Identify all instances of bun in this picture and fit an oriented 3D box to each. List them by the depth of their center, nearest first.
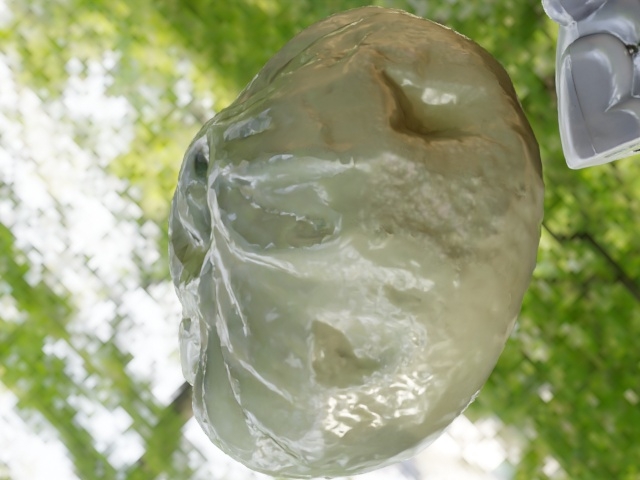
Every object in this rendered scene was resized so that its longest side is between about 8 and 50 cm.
[{"bbox_3d":[0.000,0.000,1.448,0.211,0.359,0.359,13,-160,-25],"label":"bun"}]

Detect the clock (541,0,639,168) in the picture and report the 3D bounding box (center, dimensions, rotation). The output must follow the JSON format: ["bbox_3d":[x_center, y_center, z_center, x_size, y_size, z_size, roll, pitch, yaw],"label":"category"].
[{"bbox_3d":[0.247,-0.199,1.546,0.189,0.189,0.254,-3,-101,-83],"label":"clock"}]
